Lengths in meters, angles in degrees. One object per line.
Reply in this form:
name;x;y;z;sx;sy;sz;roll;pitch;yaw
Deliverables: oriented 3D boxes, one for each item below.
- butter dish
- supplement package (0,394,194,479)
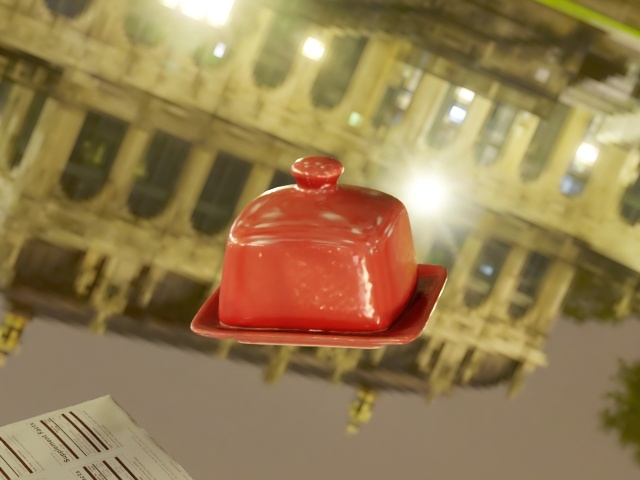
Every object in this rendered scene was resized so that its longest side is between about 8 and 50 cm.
butter dish;0.000;0.000;1.120;0.160;0.118;0.160;1;-162;14
supplement package;-0.213;0.254;1.210;0.203;0.194;0.149;-14;-146;-33
